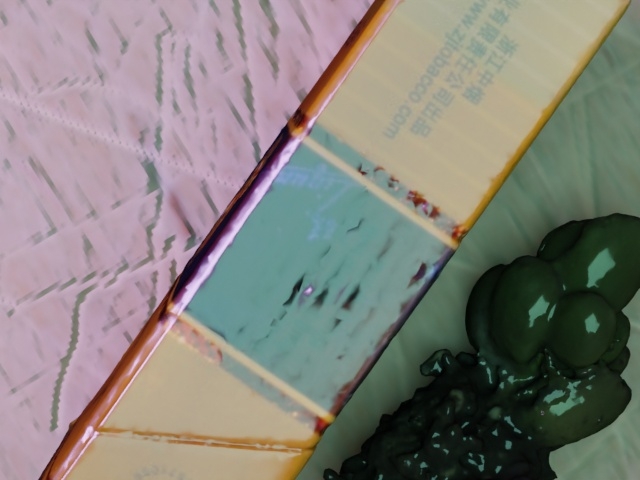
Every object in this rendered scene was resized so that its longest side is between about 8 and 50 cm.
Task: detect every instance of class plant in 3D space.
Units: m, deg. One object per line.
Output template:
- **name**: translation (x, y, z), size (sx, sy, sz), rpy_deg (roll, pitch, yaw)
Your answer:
- **plant**: translation (0.063, 0.064, 0.713), size (0.087, 0.085, 0.174), rpy_deg (36, 88, -28)

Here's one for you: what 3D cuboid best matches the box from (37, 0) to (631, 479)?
- **box**: translation (-0.001, 0.000, 0.663), size (0.070, 0.152, 0.237), rpy_deg (33, 93, -4)
